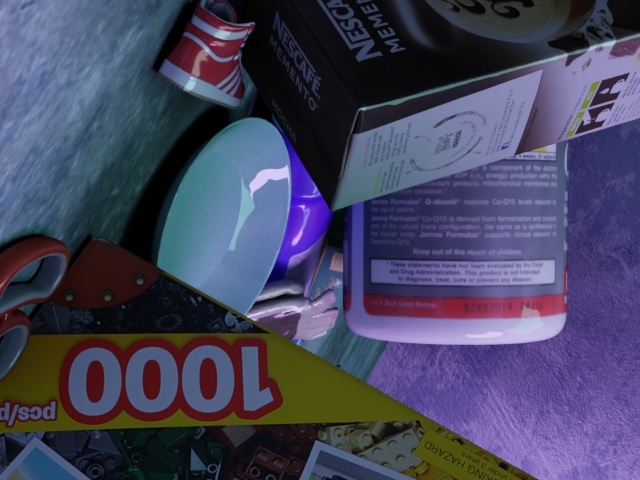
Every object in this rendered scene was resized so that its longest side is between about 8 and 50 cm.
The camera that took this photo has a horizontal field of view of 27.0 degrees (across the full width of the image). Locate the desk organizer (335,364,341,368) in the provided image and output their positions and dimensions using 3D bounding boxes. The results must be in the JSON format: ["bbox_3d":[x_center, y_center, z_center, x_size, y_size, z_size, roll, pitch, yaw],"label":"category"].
[{"bbox_3d":[-0.015,0.169,1.515,0.130,0.047,0.050,-31,141,-77],"label":"desk organizer"}]

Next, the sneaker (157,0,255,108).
[{"bbox_3d":[-0.069,-0.132,0.932,0.067,0.042,0.118,-60,168,8],"label":"sneaker"}]

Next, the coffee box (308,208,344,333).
[{"bbox_3d":[0.000,0.000,1.420,0.184,0.040,0.113,-98,-155,-54],"label":"coffee box"}]

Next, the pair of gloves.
[{"bbox_3d":[-0.087,0.121,1.261,0.204,0.042,0.240,-15,146,-16],"label":"pair of gloves"}]

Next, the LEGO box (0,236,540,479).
[{"bbox_3d":[-0.039,0.289,0.900,0.372,0.500,0.193,-58,170,-25],"label":"LEGO box"}]

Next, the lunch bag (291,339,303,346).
[{"bbox_3d":[-0.099,0.169,1.474,0.219,0.090,0.176,-58,167,-25],"label":"lunch bag"}]

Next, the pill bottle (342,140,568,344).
[{"bbox_3d":[0.126,-0.092,1.237,0.210,0.210,0.363,-9,100,-78],"label":"pill bottle"}]

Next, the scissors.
[{"bbox_3d":[-0.222,0.056,0.744,0.109,0.021,0.297,-61,169,12],"label":"scissors"}]

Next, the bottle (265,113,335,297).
[{"bbox_3d":[-0.037,-0.024,1.241,0.118,0.092,0.283,-58,170,-44],"label":"bottle"}]

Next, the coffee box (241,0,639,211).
[{"bbox_3d":[0.108,-0.154,1.020,0.297,0.168,0.119,-18,150,-23],"label":"coffee box"}]

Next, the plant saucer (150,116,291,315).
[{"bbox_3d":[-0.089,-0.011,1.086,0.195,0.037,0.195,-44,144,-45],"label":"plant saucer"}]
